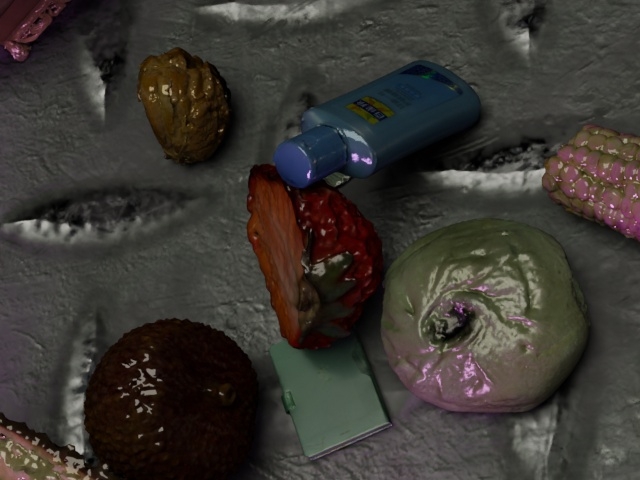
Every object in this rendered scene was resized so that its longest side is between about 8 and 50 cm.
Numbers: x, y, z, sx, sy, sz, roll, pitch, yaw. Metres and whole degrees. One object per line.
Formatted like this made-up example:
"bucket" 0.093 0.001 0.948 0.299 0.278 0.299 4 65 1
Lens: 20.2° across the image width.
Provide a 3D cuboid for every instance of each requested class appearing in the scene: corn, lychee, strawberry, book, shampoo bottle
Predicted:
"corn" 0.385 -0.028 1.783 0.335 0.126 0.127 17 77 30
"lychee" -0.155 0.175 1.866 0.194 0.194 0.194 -7 68 17
"strawberry" 0.000 0.000 1.901 0.111 0.190 0.236 -8 38 -16
"book" 0.007 0.155 1.901 0.103 0.017 0.135 -25 63 8
"shampoo bottle" 0.054 -0.118 1.876 0.104 0.061 0.258 34 41 26

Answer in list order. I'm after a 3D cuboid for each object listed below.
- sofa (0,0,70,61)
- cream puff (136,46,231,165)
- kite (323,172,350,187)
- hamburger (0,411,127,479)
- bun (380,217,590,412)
"sofa" -0.401 -0.364 2.119 0.200 0.182 0.258 -39 57 36
"cream puff" -0.152 -0.153 2.026 0.104 0.119 0.133 -22 91 -9
"kite" 0.005 -0.051 1.986 0.139 0.011 0.157 -41 61 5
"hamburger" -0.297 0.327 1.794 0.445 0.287 0.268 23 80 22
"bun" 0.164 0.071 1.824 0.221 0.108 0.221 -7 67 17
